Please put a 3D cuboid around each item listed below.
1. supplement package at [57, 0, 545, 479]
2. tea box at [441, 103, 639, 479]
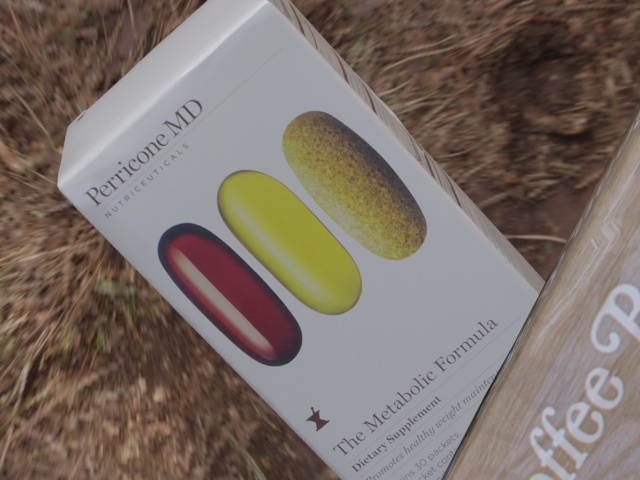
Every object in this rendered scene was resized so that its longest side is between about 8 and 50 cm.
[{"bbox_3d":[0.000,0.000,0.944,0.139,0.134,0.244,-42,106,7],"label":"supplement package"},{"bbox_3d":[0.208,-0.001,0.612,0.220,0.323,0.329,29,112,9],"label":"tea box"}]
